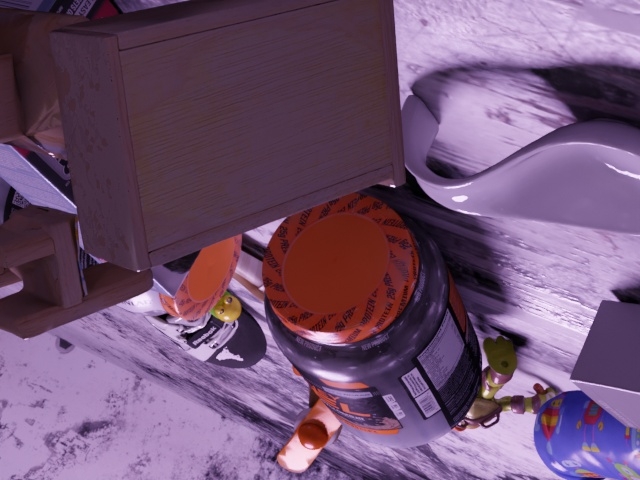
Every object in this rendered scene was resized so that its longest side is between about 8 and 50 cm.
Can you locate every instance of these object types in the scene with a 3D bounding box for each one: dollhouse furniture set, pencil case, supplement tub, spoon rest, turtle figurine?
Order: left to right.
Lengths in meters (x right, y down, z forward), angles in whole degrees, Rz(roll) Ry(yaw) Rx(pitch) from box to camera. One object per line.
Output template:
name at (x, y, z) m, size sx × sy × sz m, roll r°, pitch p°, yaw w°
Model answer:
supplement tub at (-0.276, -0.019, 1.629) m, size 0.316 × 0.193 × 0.193 m, roll 22°, pitch 162°, yaw 24°
dollhouse furniture set at (-0.163, -0.126, 0.975) m, size 0.394 × 0.256 × 0.362 m, roll 15°, pitch 118°, yaw 46°
supplement tub at (0.061, 0.095, 1.392) m, size 0.207 × 0.207 × 0.338 m, roll 21°, pitch 161°, yaw 26°
turtle figurine at (0.190, 0.206, 1.626) m, size 0.269 × 0.087 × 0.217 m, roll 6°, pitch 151°, yaw 11°
spoon rest at (0.174, -0.055, 0.990) m, size 0.276 × 0.084 × 0.137 m, roll 15°, pitch 159°, yaw 40°
pencil case at (0.373, 0.234, 1.438) m, size 0.133 × 0.119 × 0.306 m, roll 40°, pitch 162°, yaw -8°

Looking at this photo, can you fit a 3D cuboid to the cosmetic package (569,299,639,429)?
cosmetic package at (0.379, 0.138, 1.184) m, size 0.127 × 0.107 × 0.238 m, roll 37°, pitch 159°, yaw -34°

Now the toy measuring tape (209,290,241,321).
toy measuring tape at (-0.258, 0.020, 1.877) m, size 0.330 × 0.121 × 0.121 m, roll 35°, pitch 165°, yaw 13°

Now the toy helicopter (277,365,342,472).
toy helicopter at (0.002, 0.182, 1.705) m, size 0.140 × 0.235 × 0.355 m, roll 12°, pitch 152°, yaw 13°

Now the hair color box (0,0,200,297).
hair color box at (-0.241, -0.112, 1.314) m, size 0.114 × 0.185 × 0.374 m, roll 17°, pitch 160°, yaw 33°

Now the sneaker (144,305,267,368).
sneaker at (-0.217, 0.128, 2.034) m, size 0.330 × 0.122 × 0.146 m, roll 35°, pitch 180°, yaw -23°

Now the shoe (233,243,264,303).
shoe at (-0.135, 0.012, 1.748) m, size 0.219 × 0.058 × 0.076 m, roll 36°, pitch -167°, yaw -7°
